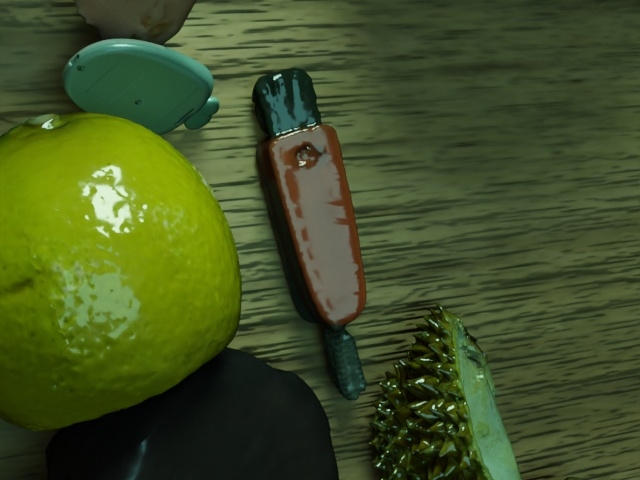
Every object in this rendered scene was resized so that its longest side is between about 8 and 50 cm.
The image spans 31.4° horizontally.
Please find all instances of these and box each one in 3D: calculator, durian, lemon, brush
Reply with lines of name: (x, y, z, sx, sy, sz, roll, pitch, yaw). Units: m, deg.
calculator: (-0.145, -0.125, 0.950, 0.095, 0.021, 0.153, -34, 144, 29)
durian: (0.127, 0.192, 1.108, 0.139, 0.144, 0.252, -9, 76, -47)
lemon: (-0.188, 0.011, 0.879, 0.240, 0.240, 0.219, -23, 102, -18)
brush: (0.000, 0.000, 1.056, 0.070, 0.051, 0.323, -20, 107, -21)

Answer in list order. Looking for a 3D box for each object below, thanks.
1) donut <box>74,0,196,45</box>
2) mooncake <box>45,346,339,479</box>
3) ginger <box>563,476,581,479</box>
donut: (-0.203, -0.234, 0.874, 0.232, 0.085, 0.199, 14, 137, -26)
mooncake: (-0.113, 0.227, 0.971, 0.283, 0.141, 0.283, -6, 98, -50)
ginger: (0.208, 0.313, 1.183, 0.290, 0.084, 0.122, -7, 91, -21)
